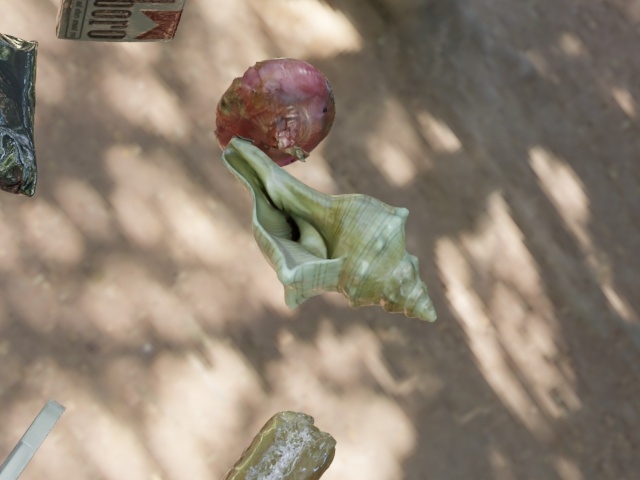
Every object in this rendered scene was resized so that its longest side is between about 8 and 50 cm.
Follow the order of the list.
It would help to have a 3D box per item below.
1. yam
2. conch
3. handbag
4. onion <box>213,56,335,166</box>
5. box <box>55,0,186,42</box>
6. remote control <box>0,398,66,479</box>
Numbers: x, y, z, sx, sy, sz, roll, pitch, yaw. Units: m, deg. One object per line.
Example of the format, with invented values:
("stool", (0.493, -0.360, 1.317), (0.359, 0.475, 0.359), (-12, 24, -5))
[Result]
("yam", (-0.078, 0.189, 1.013), (0.057, 0.057, 0.241), (48, 64, -9))
("conch", (0.002, 0.013, 1.663), (0.234, 0.114, 0.137), (16, 46, 8))
("handbag", (-0.425, -0.184, 2.131), (0.211, 0.088, 0.254), (23, 44, -31))
("onion", (-0.042, -0.128, 2.095), (0.150, 0.150, 0.140), (25, 26, -47))
("box", (-0.176, -0.236, 1.645), (0.115, 0.177, 0.036), (-1, 69, -14))
("remote control", (-0.299, 0.238, 1.615), (0.022, 0.077, 0.245), (36, 54, -5))
